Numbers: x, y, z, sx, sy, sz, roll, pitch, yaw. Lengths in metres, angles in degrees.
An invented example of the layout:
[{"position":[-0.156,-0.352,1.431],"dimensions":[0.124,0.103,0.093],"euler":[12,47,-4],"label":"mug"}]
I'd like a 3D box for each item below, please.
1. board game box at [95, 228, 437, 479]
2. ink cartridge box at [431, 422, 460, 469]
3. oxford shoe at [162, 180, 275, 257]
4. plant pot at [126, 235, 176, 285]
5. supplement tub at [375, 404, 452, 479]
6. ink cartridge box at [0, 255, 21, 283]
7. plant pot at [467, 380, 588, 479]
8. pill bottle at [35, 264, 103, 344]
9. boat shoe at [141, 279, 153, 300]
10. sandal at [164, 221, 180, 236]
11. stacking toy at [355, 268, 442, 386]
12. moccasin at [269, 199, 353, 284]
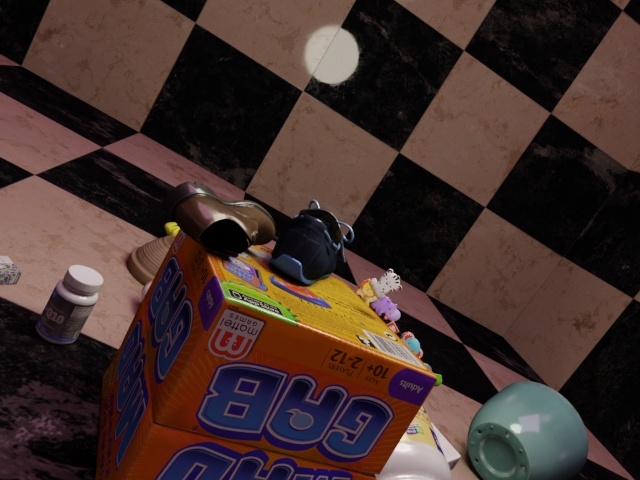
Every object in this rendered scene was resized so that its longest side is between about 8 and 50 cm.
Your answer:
[{"position":[-0.114,0.226,0.825],"dimensions":[0.356,0.356,0.356],"euler":[26,9,-27],"label":"board game box"},{"position":[0.196,0.490,1.208],"dimensions":[0.224,0.056,0.181],"euler":[-2,31,-34],"label":"ink cartridge box"},{"position":[-0.129,-0.011,0.743],"dimensions":[0.096,0.083,0.227],"euler":[51,17,22],"label":"oxford shoe"},{"position":[-0.405,0.062,1.413],"dimensions":[0.237,0.110,0.237],"euler":[31,11,-7],"label":"plant pot"},{"position":[0.105,0.401,0.965],"dimensions":[0.241,0.241,0.331],"euler":[27,23,-24],"label":"supplement tub"},{"position":[-0.658,0.057,0.983],"dimensions":[0.063,0.029,0.115],"euler":[38,13,23],"label":"ink cartridge box"},{"position":[0.557,0.572,1.424],"dimensions":[0.235,0.293,0.293],"euler":[-4,34,-41],"label":"plant pot"},{"position":[-0.469,0.120,0.948],"dimensions":[0.078,0.137,0.078],"euler":[30,12,-7],"label":"pill bottle"},{"position":[-0.303,0.184,1.236],"dimensions":[0.277,0.098,0.096],"euler":[19,20,-25],"label":"boat shoe"},{"position":[-0.356,0.014,1.589],"dimensions":[0.317,0.138,0.126],"euler":[41,-25,25],"label":"sandal"},{"position":[0.142,0.162,0.922],"dimensions":[0.221,0.052,0.167],"euler":[62,-10,9],"label":"stacking toy"},{"position":[0.000,0.000,0.940],"dimensions":[0.137,0.117,0.342],"euler":[29,7,-3],"label":"moccasin"}]
